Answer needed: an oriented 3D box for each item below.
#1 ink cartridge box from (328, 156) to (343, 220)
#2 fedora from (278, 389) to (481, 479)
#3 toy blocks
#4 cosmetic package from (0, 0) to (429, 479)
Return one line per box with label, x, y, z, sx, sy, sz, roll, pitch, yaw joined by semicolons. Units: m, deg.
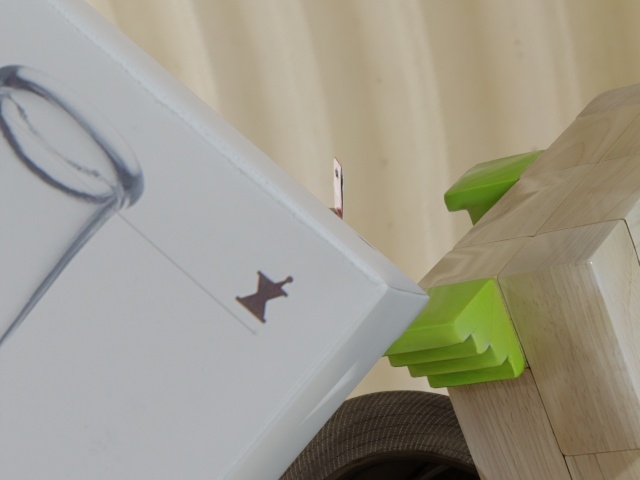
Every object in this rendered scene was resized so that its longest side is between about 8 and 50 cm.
ink cartridge box;0.000;0.000;1.198;0.029;0.115;0.063;0;9;-4
fedora;0.069;0.226;1.071;0.243;0.275;0.124;14;6;12
toy blocks;0.190;0.076;0.903;0.190;0.381;0.261;-11;-73;33
cosmetic package;-0.202;0.002;0.503;0.377;0.284;0.097;40;2;11
